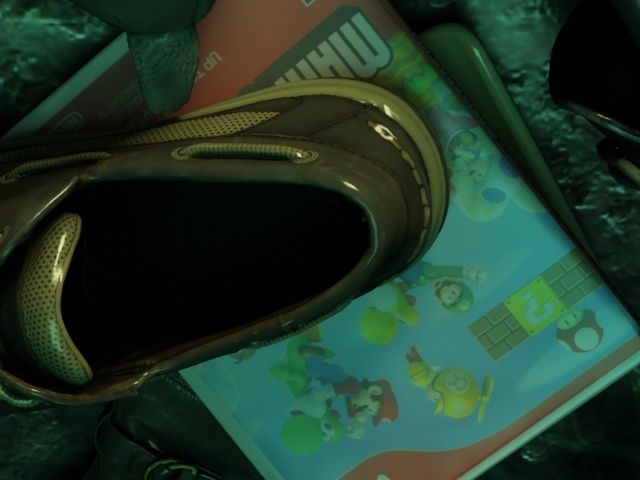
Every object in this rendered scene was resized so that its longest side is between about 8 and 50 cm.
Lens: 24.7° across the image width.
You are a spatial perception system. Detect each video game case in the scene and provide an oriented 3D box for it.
[{"bbox_3d":[0.000,0.000,0.733,0.204,0.025,0.285,-38,93,15],"label":"video game case"}]

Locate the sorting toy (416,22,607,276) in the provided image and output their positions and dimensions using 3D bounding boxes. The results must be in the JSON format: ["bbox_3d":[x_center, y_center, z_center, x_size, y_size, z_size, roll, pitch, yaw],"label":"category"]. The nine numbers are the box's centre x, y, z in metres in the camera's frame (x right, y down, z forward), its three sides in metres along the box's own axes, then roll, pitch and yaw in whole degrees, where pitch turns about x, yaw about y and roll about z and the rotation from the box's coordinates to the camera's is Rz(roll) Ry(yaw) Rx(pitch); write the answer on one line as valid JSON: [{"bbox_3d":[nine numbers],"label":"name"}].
[{"bbox_3d":[0.029,-0.002,0.795,0.208,0.038,0.193,-24,118,17],"label":"sorting toy"}]

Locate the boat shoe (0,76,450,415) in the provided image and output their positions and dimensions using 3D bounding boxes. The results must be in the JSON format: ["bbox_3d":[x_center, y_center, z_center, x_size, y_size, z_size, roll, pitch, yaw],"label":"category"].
[{"bbox_3d":[-0.118,0.011,0.676,0.355,0.130,0.132,-20,98,14],"label":"boat shoe"}]

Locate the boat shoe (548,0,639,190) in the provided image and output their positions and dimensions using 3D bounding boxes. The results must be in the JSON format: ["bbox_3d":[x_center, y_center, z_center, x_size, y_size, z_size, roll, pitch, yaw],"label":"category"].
[{"bbox_3d":[0.188,-0.083,0.672,0.156,0.187,0.500,-21,114,16],"label":"boat shoe"}]

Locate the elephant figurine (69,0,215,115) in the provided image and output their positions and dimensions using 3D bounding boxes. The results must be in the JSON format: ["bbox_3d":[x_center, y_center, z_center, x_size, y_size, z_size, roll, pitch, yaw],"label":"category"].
[{"bbox_3d":[-0.140,-0.199,0.622,0.239,0.186,0.169,19,162,-1],"label":"elephant figurine"}]

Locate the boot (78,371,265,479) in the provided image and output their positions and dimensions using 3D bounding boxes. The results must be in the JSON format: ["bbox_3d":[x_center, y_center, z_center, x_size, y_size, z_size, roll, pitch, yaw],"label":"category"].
[{"bbox_3d":[-0.043,0.174,0.852,0.263,0.091,0.229,28,120,-15],"label":"boot"}]
